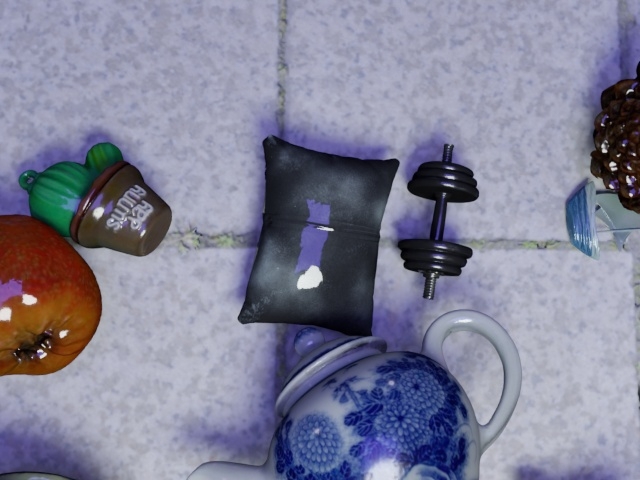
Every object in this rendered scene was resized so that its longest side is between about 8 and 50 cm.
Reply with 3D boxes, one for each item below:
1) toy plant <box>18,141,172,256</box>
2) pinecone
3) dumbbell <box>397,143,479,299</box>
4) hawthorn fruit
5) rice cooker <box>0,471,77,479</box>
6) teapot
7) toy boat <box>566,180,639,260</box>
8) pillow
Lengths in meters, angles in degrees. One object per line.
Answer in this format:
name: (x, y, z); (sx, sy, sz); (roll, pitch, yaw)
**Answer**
toy plant: (-0.286, -0.058, 0.975); (0.200, 0.105, 0.143); (28, 73, 10)
pinecone: (0.478, -0.124, 1.018); (0.221, 0.221, 0.221); (1, 83, -6)
dumbbell: (0.156, -0.026, 1.016); (0.099, 0.099, 0.208); (10, 82, -5)
hawthorn fruit: (-0.372, 0.048, 0.922); (0.197, 0.196, 0.225); (-30, 61, -9)
rice cooker: (-0.324, 0.405, 0.825); (0.264, 0.316, 0.316); (-10, 84, 4)
teapot: (0.048, 0.217, 0.912); (0.424, 0.252, 0.280); (-29, 63, -9)
toy boat: (0.409, -0.039, 1.076); (0.149, 0.034, 0.105); (-25, 88, -8)
pillow: (0.000, 0.000, 0.994); (0.186, 0.106, 0.249); (8, 86, -13)
